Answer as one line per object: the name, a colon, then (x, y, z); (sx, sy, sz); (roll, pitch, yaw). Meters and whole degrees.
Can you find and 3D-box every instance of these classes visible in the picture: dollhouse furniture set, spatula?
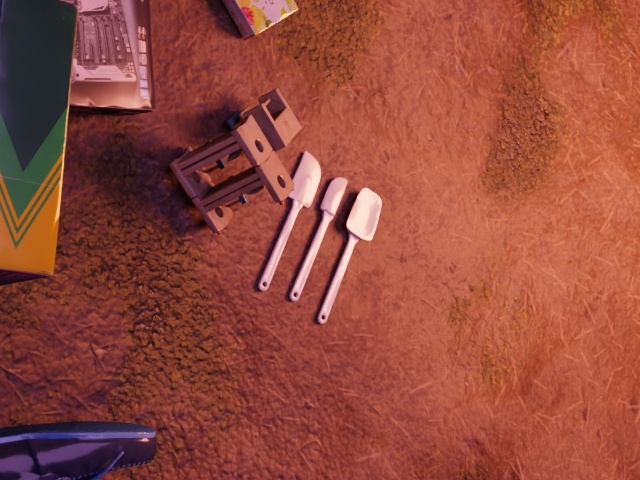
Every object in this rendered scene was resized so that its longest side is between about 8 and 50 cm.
dollhouse furniture set: (-0.110, -0.120, 1.853); (0.129, 0.129, 0.183); (59, 28, -14)
spatula: (0.000, 0.000, 1.953); (0.168, 0.019, 0.242); (32, 66, -28)

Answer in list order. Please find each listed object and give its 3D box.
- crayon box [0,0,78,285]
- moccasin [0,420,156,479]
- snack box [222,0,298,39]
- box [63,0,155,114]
crayon box: (-0.425, -0.100, 1.462); (0.106, 0.363, 0.313); (12, 76, -36)
moccasin: (-0.382, 0.302, 1.598); (0.342, 0.138, 0.116); (-3, 89, -21)
snack box: (-0.111, -0.398, 1.920); (0.100, 0.037, 0.141); (-38, 104, -33)
box: (-0.346, -0.330, 1.680); (0.242, 0.077, 0.307); (-1, 89, -49)
